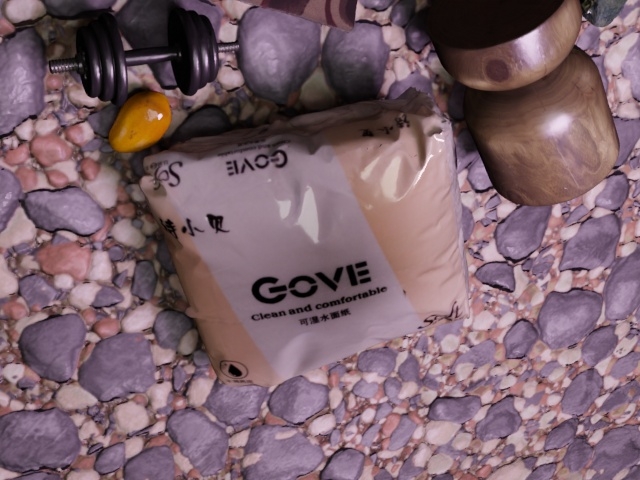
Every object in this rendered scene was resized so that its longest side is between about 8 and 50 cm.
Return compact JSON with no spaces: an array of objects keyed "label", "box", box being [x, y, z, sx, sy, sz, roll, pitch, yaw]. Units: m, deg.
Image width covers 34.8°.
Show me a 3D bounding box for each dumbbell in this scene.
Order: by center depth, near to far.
[{"label":"dumbbell","box":[-0.188,-0.200,1.106,0.208,0.099,0.099,-11,125,-20]}]

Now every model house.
[{"label":"model house","box":[0.362,-0.322,1.327,0.078,0.066,0.083,-31,148,-18]}]

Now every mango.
[{"label":"mango","box":[-0.209,-0.134,1.176,0.089,0.046,0.060,-37,128,17]}]

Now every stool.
[{"label":"stool","box":[0.258,-0.193,1.275,0.179,0.179,0.264,-33,129,-3]}]

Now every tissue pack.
[{"label":"tissue pack","box":[0.000,0.000,1.282,0.375,0.195,0.390,-18,128,1]}]

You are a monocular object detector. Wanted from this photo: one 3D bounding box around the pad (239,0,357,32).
[{"label":"pad","box":[-0.031,-0.336,1.007,0.330,0.004,0.220,-4,105,-58]}]
